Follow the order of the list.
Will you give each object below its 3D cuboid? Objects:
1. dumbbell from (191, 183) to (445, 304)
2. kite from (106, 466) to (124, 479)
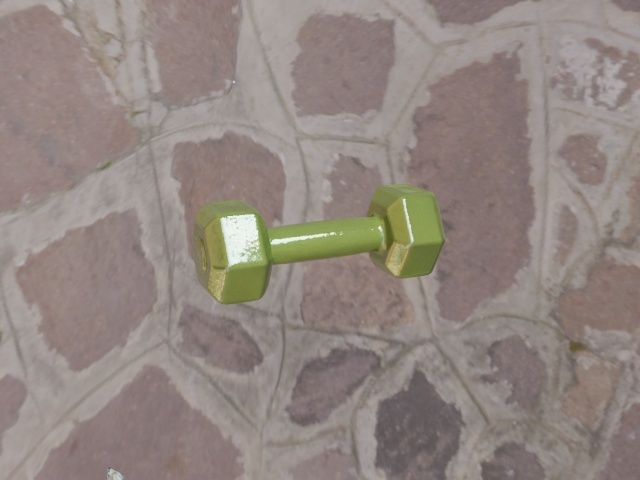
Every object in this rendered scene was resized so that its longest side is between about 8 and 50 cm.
[{"bbox_3d":[0.000,0.000,1.010,0.301,0.121,0.108,-7,107,-21],"label":"dumbbell"},{"bbox_3d":[-0.315,0.489,1.339,0.406,0.014,0.368,21,125,20],"label":"kite"}]
